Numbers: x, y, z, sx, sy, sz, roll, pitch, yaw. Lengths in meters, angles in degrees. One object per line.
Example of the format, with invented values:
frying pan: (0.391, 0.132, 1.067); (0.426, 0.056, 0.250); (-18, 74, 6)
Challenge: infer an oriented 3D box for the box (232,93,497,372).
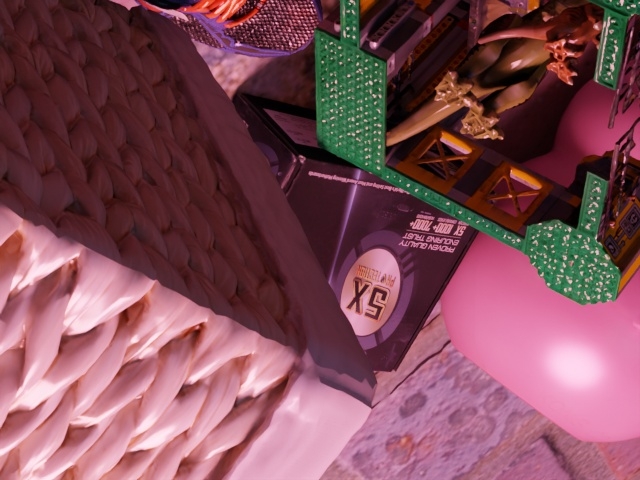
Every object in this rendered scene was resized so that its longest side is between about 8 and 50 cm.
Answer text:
box: (0.000, 0.000, 1.104); (0.180, 0.077, 0.147); (9, 119, -43)

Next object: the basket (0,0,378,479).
basket: (-0.205, 0.045, 0.752); (0.266, 0.331, 0.328); (28, 109, -35)

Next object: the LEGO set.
LEGO set: (0.131, -0.148, 0.940); (0.192, 0.255, 0.331); (-47, 145, -31)

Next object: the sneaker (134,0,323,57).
sneaker: (-0.072, -0.146, 0.914); (0.221, 0.087, 0.083); (25, 108, -47)

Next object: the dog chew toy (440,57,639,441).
dog chew toy: (0.231, -0.029, 1.181); (0.332, 0.206, 0.206); (-54, 139, 1)
